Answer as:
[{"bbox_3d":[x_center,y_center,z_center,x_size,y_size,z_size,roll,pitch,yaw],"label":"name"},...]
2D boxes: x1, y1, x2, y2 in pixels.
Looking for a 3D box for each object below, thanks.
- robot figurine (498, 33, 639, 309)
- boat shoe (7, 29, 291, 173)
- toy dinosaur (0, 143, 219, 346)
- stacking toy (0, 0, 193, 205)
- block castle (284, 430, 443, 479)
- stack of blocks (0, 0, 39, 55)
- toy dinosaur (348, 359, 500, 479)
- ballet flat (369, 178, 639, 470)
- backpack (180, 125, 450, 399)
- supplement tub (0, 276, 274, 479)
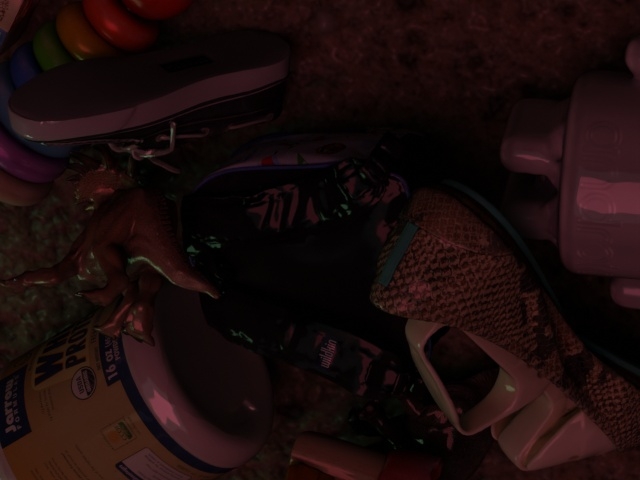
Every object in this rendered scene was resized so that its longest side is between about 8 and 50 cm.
[{"bbox_3d":[0.350,-0.057,1.611,0.353,0.200,0.300,4,123,12],"label":"robot figurine"},{"bbox_3d":[-0.167,-0.128,1.682,0.113,0.306,0.105,36,133,38],"label":"boat shoe"},{"bbox_3d":[-0.196,-0.012,1.705,0.127,0.200,0.295,35,161,-31],"label":"toy dinosaur"},{"bbox_3d":[-0.243,-0.185,1.741,0.141,0.141,0.330,44,114,-10],"label":"stacking toy"},{"bbox_3d":[0.028,0.449,1.850,0.212,0.303,0.453,17,137,12],"label":"block castle"},{"bbox_3d":[-0.415,-0.337,1.725,0.297,0.087,0.171,32,119,-3],"label":"stack of blocks"},{"bbox_3d":[0.123,0.217,1.856,0.160,0.121,0.313,43,116,-2],"label":"toy dinosaur"},{"bbox_3d":[0.198,0.122,1.661,0.483,0.164,0.182,39,83,-42],"label":"ballet flat"},{"bbox_3d":[0.000,0.000,1.722,0.263,0.213,0.277,2,110,19],"label":"backpack"},{"bbox_3d":[-0.234,0.199,1.872,0.316,0.228,0.228,-31,106,25],"label":"supplement tub"}]
